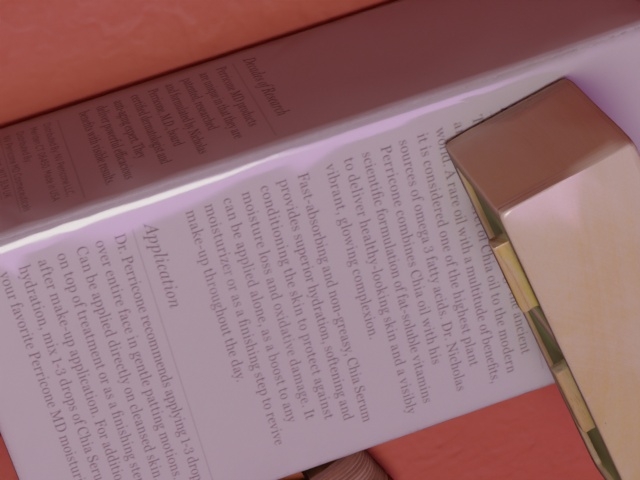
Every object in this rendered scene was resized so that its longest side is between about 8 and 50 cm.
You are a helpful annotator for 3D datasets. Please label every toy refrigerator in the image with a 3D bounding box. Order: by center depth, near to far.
[{"bbox_3d":[0.171,0.049,1.127,0.094,0.102,0.269,-28,121,-1],"label":"toy refrigerator"}]

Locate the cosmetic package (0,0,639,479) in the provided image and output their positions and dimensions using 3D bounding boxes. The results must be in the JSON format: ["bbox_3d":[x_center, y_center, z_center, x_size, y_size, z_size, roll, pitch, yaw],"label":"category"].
[{"bbox_3d":[0.000,0.000,1.204,0.453,0.161,0.230,-18,120,-6],"label":"cosmetic package"}]

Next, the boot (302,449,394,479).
[{"bbox_3d":[-0.024,0.236,1.370,0.197,0.073,0.152,-28,124,2],"label":"boot"}]
